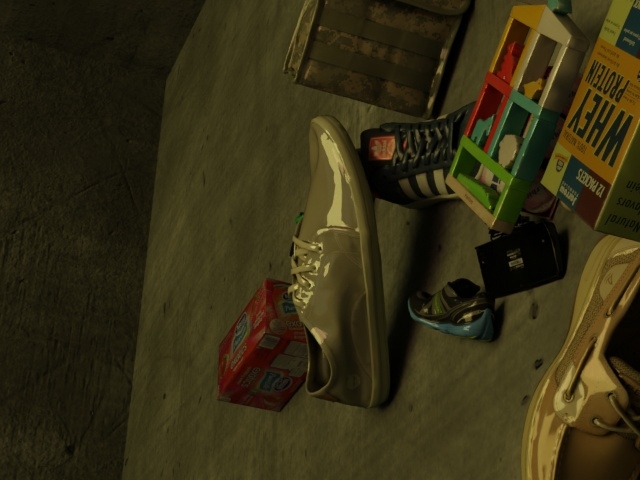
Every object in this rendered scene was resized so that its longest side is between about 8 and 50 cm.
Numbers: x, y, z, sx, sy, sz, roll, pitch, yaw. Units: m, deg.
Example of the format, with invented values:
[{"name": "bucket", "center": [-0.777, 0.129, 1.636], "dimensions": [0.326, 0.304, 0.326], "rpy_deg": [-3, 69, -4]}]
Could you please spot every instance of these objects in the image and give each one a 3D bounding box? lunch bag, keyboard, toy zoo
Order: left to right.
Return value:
[{"name": "lunch bag", "center": [0.097, -0.361, 2.104], "dimensions": [0.169, 0.235, 0.287], "rpy_deg": [-124, 50, -73]}, {"name": "toy zoo", "center": [0.246, -0.174, 1.647], "dimensions": [0.192, 0.030, 0.293], "rpy_deg": [-123, 51, -67]}, {"name": "keyboard", "center": [0.259, 0.013, 1.692], "dimensions": [0.192, 0.038, 0.100], "rpy_deg": [155, 103, -66]}]

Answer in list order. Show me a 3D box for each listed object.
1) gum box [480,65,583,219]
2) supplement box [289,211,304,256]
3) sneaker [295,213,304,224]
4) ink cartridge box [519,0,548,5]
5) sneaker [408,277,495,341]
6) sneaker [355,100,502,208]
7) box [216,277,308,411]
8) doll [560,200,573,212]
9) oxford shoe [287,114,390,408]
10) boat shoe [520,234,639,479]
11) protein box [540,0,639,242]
[{"name": "gum box", "center": [0.273, -0.133, 1.688], "dimensions": [0.107, 0.062, 0.188], "rpy_deg": [-142, 68, -70]}, {"name": "supplement box", "center": [0.000, 0.000, 2.362], "dimensions": [0.056, 0.083, 0.083], "rpy_deg": [-167, 91, -72]}, {"name": "sneaker", "center": [0.010, 0.003, 2.267], "dimensions": [0.109, 0.123, 0.295], "rpy_deg": [146, 135, -63]}, {"name": "ink cartridge box", "center": [0.241, -0.443, 1.745], "dimensions": [0.171, 0.232, 0.168], "rpy_deg": [130, 151, -53]}, {"name": "sneaker", "center": [0.182, 0.089, 1.796], "dimensions": [0.188, 0.067, 0.078], "rpy_deg": [9, 83, 66]}, {"name": "sneaker", "center": [0.141, -0.126, 1.938], "dimensions": [0.350, 0.148, 0.131], "rpy_deg": [147, 134, -64]}, {"name": "box", "center": [-0.087, 0.192, 2.403], "dimensions": [0.257, 0.128, 0.122], "rpy_deg": [125, 153, -48]}, {"name": "doll", "center": [0.326, -0.114, 1.544], "dimensions": [0.129, 0.046, 0.189], "rpy_deg": [-117, 38, -51]}, {"name": "oxford shoe", "center": [0.014, 0.040, 1.980], "dimensions": [0.169, 0.130, 0.449], "rpy_deg": [-146, 49, -74]}, {"name": "boat shoe", "center": [0.291, 0.149, 1.328], "dimensions": [0.110, 0.121, 0.341], "rpy_deg": [179, 106, -72]}, {"name": "protein box", "center": [0.346, -0.100, 1.227], "dimensions": [0.136, 0.200, 0.201], "rpy_deg": [-120, 47, -66]}]
